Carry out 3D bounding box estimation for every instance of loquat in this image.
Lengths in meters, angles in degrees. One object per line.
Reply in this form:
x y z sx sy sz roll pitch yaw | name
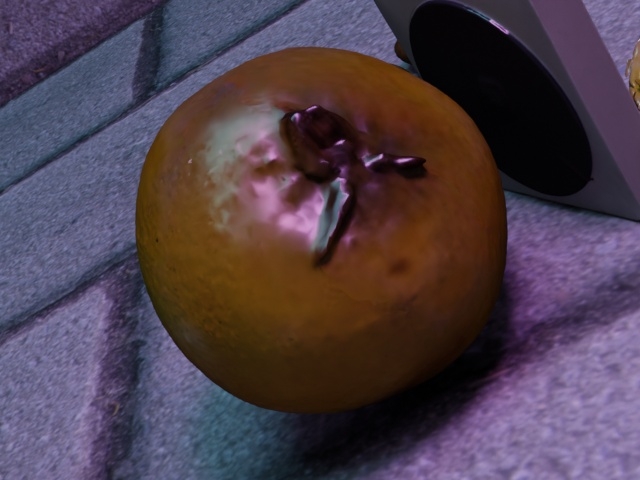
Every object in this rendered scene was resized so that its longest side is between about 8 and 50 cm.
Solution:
0.000 0.000 1.078 0.328 0.328 0.359 -46 -13 -24 | loquat

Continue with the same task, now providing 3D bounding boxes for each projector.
0.188 -0.151 1.134 0.079 0.259 0.257 -41 26 -14 | projector

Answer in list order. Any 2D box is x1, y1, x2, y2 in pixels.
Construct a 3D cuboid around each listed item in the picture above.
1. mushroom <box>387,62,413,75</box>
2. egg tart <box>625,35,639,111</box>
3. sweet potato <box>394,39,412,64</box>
0.020 -0.100 1.426 0.128 0.128 0.350 -15 27 37 | mushroom
0.405 -0.215 1.043 0.341 0.132 0.341 -25 45 28 | egg tart
0.182 -0.254 1.528 0.114 0.092 0.341 -52 24 2 | sweet potato
